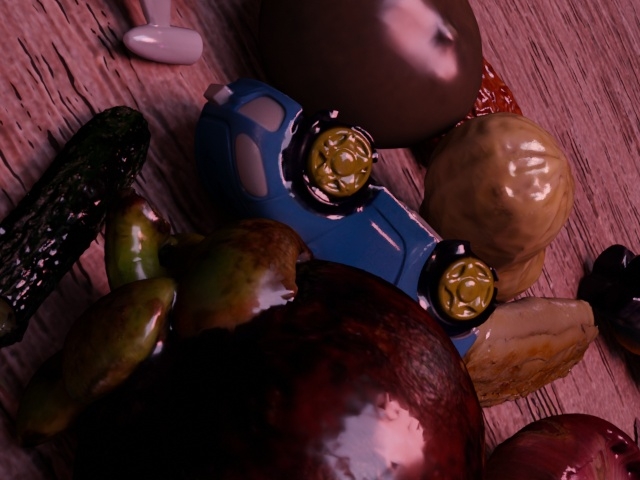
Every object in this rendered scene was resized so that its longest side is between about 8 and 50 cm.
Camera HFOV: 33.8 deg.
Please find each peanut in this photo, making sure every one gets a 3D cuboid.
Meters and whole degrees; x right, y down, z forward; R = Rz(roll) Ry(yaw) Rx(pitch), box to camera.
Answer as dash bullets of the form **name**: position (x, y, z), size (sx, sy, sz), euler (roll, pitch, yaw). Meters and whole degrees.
- **peanut**: position (0.167, -0.019, 1.020), size (0.146, 0.305, 0.147), euler (0, 63, -1)

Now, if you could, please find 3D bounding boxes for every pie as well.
- **pie**: position (0.192, 0.118, 1.100), size (0.282, 0.129, 0.068), euler (-5, 39, -49)

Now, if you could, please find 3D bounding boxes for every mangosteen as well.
- **mangosteen**: position (-0.037, 0.136, 0.720), size (0.311, 0.311, 0.311), euler (16, 66, -42)

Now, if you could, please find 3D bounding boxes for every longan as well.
- **longan**: position (0.045, -0.182, 0.967), size (0.220, 0.196, 0.197), euler (36, 54, -20)

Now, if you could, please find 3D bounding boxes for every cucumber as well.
- **cucumber**: position (-0.187, -0.022, 0.771), size (0.067, 0.067, 0.245), euler (49, 50, -24)

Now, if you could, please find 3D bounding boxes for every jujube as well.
- **jujube**: position (0.144, -0.151, 1.133), size (0.176, 0.109, 0.112), euler (53, 10, -10)

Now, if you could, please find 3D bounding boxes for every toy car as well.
- **toy car**: position (0.000, 0.000, 0.891), size (0.314, 0.198, 0.166), euler (44, 82, -26)

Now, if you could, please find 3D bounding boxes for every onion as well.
- **onion**: position (0.228, 0.287, 1.040), size (0.248, 0.161, 0.248), euler (7, 79, -36)

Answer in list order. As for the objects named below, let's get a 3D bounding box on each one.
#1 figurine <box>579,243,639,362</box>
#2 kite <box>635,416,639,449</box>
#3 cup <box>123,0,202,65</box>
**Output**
- **figurine**: position (0.471, 0.146, 1.348), size (0.332, 0.185, 0.205), euler (19, 97, -22)
- **kite**: position (0.401, 0.290, 1.328), size (0.156, 0.011, 0.139), euler (26, 57, -40)
- **cup**: position (-0.104, -0.298, 0.881), size (0.173, 0.167, 0.300), euler (-9, 111, -55)
